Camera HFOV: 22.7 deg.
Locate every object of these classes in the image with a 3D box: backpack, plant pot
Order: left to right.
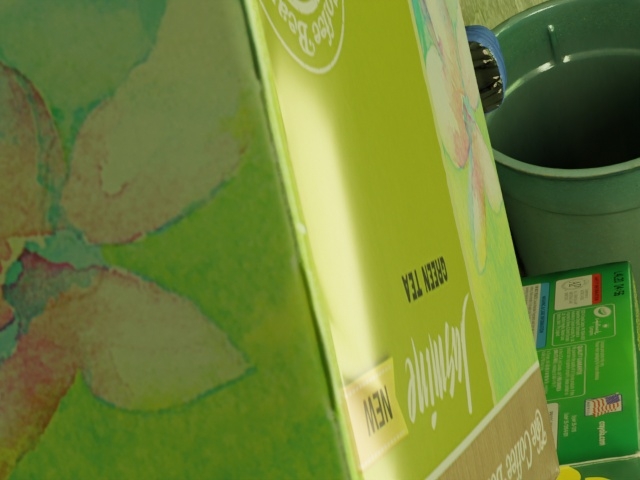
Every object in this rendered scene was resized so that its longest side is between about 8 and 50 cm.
[{"bbox_3d":[0.136,-0.180,1.686,0.101,0.120,0.098,-71,143,-57],"label":"backpack"},{"bbox_3d":[0.363,-0.082,2.012,0.341,0.341,0.334,-84,162,-44],"label":"plant pot"}]

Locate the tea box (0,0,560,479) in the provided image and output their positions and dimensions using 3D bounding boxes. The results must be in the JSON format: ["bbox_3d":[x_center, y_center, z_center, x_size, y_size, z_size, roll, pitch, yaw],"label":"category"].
[{"bbox_3d":[-0.133,-0.028,0.475,0.220,0.329,0.324,-23,99,-72],"label":"tea box"}]

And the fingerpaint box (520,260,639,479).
[{"bbox_3d":[0.270,0.277,1.562,0.445,0.163,0.371,-65,142,-68],"label":"fingerpaint box"}]
